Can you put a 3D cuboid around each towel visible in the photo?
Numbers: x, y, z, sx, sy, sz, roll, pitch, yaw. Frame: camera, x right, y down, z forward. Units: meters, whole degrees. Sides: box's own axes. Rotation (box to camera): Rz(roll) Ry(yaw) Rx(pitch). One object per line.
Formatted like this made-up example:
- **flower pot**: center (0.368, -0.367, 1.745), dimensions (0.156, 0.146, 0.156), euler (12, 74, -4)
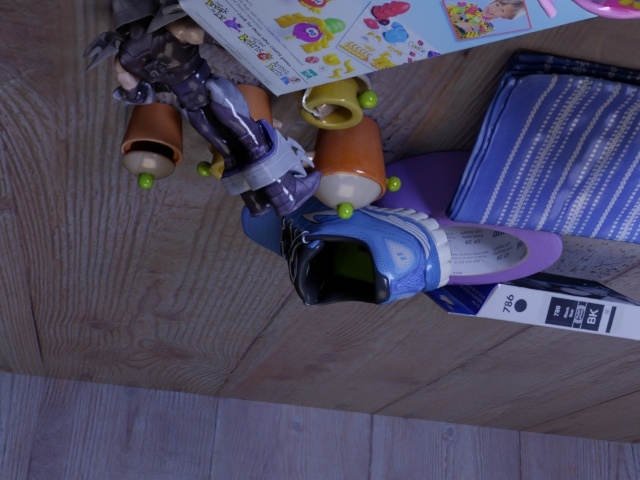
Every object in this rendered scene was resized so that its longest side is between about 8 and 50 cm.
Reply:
- **towel**: center (0.333, -0.085, 0.996), dimensions (0.336, 0.040, 0.243), euler (7, 136, -8)

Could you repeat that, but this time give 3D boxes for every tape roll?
- **tape roll**: center (0.193, -0.023, 1.214), dimensions (0.275, 0.090, 0.274), euler (4, 157, 2)

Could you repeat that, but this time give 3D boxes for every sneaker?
- **sneaker**: center (0.000, 0.000, 1.111), dimensions (0.147, 0.129, 0.330), euler (-24, -152, -38)

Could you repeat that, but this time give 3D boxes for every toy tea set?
- **toy tea set**: center (-0.074, -0.094, 1.036), dimensions (0.336, 0.124, 0.200), euler (-6, 156, 22)

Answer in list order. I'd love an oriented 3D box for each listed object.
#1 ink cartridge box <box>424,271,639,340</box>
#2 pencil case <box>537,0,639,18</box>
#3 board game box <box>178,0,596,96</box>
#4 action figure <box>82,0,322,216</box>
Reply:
- **ink cartridge box**: center (0.337, 0.090, 1.405), dimensions (0.333, 0.065, 0.165), euler (8, -169, -15)
- **pencil case**: center (0.155, -0.241, 0.424), dimensions (0.124, 0.284, 0.124), euler (6, 154, 3)
- **board game box**: center (0.052, -0.230, 0.655), dimensions (0.275, 0.142, 0.144), euler (-8, 155, 28)
- **action figure**: center (-0.118, -0.148, 0.881), dimensions (0.185, 0.099, 0.285), euler (-10, 126, 43)
